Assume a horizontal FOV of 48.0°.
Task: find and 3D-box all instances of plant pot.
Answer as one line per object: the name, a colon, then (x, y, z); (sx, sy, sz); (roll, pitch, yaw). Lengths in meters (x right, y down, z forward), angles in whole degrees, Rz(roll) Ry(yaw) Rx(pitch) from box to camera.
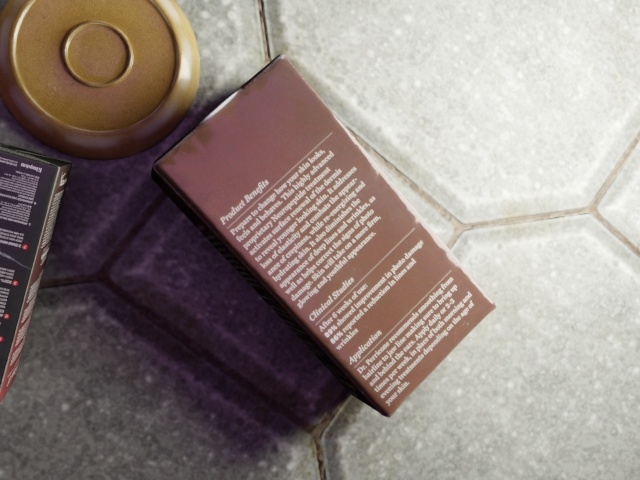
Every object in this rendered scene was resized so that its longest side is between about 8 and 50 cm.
plant pot: (-0.257, -0.212, 0.831); (0.236, 0.032, 0.236); (0, 89, -14)

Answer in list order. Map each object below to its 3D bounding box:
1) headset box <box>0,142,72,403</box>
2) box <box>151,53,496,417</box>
headset box: (-0.403, 0.032, 0.730); (0.218, 0.110, 0.293); (15, 95, -14)
box: (0.000, 0.000, 0.840); (0.191, 0.143, 0.381); (-43, 101, -11)
